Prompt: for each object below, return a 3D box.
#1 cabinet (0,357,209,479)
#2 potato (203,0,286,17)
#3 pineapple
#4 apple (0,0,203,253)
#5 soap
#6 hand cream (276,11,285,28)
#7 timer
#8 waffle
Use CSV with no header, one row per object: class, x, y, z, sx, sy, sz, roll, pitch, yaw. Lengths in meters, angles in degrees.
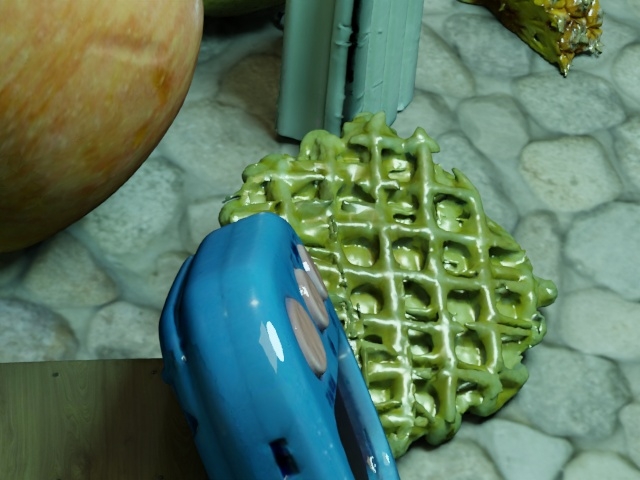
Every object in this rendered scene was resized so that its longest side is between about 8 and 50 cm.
cabinet,-0.202,0.197,1.551,0.215,0.175,0.148,-1,48,-8
potato,-0.103,-0.337,2.018,0.202,0.218,0.351,11,31,35
pineapple,0.205,-0.288,2.086,0.233,0.135,0.079,35,53,20
apple,-0.311,-0.176,1.745,0.391,0.391,0.346,17,66,7
soap,0.031,-0.211,1.904,0.094,0.261,0.150,25,48,19
hand cream,-0.004,-0.216,2.071,0.093,0.019,0.030,30,48,9
timer,-0.020,0.147,1.490,0.115,0.309,0.340,-22,12,6
waffle,0.056,0.031,1.768,0.317,0.073,0.297,46,55,7
